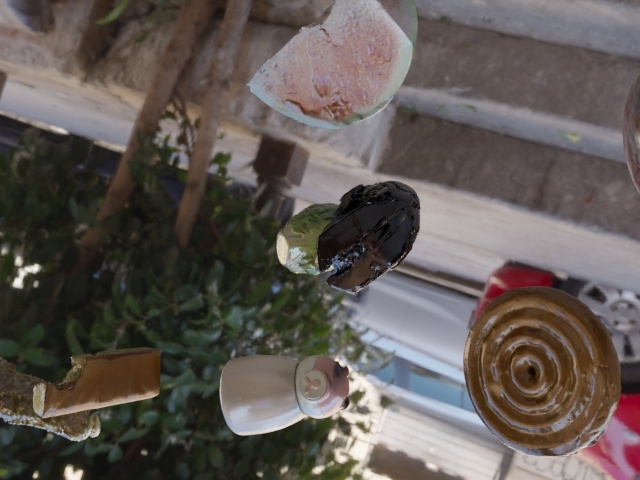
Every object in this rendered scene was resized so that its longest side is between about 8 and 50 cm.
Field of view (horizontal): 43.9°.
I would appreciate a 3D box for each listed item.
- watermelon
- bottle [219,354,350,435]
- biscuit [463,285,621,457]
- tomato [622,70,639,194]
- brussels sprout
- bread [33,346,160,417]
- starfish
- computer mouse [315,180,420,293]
[{"bbox_3d":[0.025,-0.303,1.280,0.180,0.223,0.305,17,146,-36],"label":"watermelon"},{"bbox_3d":[-0.057,0.282,1.492,0.237,0.147,0.147,-10,170,15],"label":"bottle"},{"bbox_3d":[0.324,0.198,1.197,0.262,0.261,0.037,16,-173,43],"label":"biscuit"},{"bbox_3d":[0.500,-0.117,0.866,0.317,0.316,0.283,16,-178,39],"label":"tomato"},{"bbox_3d":[-0.001,-0.004,1.350,0.155,0.117,0.155,-8,-179,0],"label":"brussels sprout"},{"bbox_3d":[-0.351,0.220,1.258,0.049,0.087,0.226,5,-179,35],"label":"bread"},{"bbox_3d":[-0.594,0.312,1.340,0.432,0.324,0.082,29,156,35],"label":"starfish"},{"bbox_3d":[0.084,-0.015,1.236,0.146,0.242,0.077,51,150,-6],"label":"computer mouse"}]
